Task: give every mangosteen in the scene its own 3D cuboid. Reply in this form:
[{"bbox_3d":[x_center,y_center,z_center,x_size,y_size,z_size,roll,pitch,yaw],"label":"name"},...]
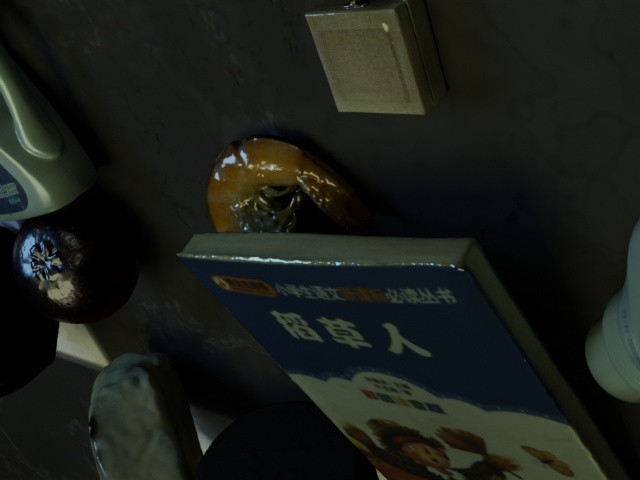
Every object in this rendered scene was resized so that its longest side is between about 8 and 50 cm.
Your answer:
[{"bbox_3d":[-0.508,0.101,1.197,0.288,0.288,0.233,31,122,19],"label":"mangosteen"},{"bbox_3d":[-0.278,0.022,1.014,0.153,0.152,0.152,27,143,23],"label":"mangosteen"}]

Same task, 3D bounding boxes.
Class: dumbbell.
[{"bbox_3d":[-0.011,0.366,1.034,0.204,0.204,0.322,16,138,35],"label":"dumbbell"}]

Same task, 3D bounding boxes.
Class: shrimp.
[{"bbox_3d":[0.000,0.000,0.757,0.249,0.068,0.150,34,137,12],"label":"shrimp"}]

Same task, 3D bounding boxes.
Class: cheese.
[{"bbox_3d":[-0.204,0.303,1.110,0.326,0.115,0.317,-157,51,-79],"label":"cheese"}]

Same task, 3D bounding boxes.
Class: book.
[{"bbox_3d":[0.098,0.143,0.754,0.300,0.039,0.428,1,140,45],"label":"book"}]

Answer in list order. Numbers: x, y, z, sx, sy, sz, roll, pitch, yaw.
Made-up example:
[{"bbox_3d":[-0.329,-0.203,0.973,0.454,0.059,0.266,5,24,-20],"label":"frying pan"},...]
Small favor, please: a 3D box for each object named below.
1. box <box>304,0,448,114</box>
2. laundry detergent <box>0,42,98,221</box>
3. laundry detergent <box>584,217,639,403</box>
[{"bbox_3d":[0.038,-0.131,0.600,0.079,0.035,0.083,10,133,40],"label":"box"},{"bbox_3d":[-0.373,-0.159,0.935,0.215,0.105,0.280,0,125,48],"label":"laundry detergent"},{"bbox_3d":[0.256,0.023,0.405,0.398,0.125,0.263,122,136,-64],"label":"laundry detergent"}]
